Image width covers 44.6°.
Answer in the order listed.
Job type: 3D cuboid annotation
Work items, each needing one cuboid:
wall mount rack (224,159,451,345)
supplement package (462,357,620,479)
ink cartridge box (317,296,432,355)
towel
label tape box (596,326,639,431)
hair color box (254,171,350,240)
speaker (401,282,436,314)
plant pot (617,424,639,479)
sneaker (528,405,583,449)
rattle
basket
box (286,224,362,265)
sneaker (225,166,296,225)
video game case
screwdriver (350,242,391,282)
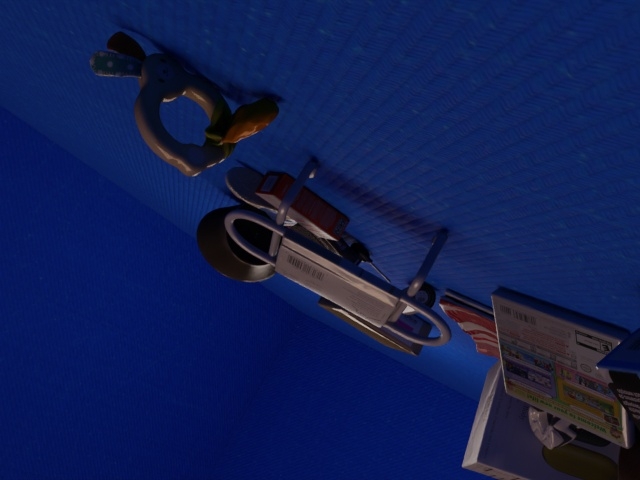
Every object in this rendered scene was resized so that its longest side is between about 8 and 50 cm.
[{"bbox_3d":[0.038,0.033,1.136,0.350,0.130,0.304,29,155,5],"label":"wall mount rack"},{"bbox_3d":[0.417,0.349,1.395,0.263,0.199,0.198,17,163,8],"label":"supplement package"},{"bbox_3d":[0.133,0.187,1.944,0.235,0.088,0.193,33,169,-17],"label":"ink cartridge box"},{"bbox_3d":[0.362,0.197,1.442,0.237,0.037,0.329,23,169,32],"label":"towel"},{"bbox_3d":[0.443,0.232,0.713,0.347,0.115,0.249,57,170,1],"label":"label tape box"},{"bbox_3d":[-0.029,-0.055,1.256,0.141,0.043,0.072,35,169,-28],"label":"hair color box"},{"bbox_3d":[0.180,0.112,1.485,0.055,0.055,0.136,30,172,0],"label":"speaker"},{"bbox_3d":[0.568,0.327,1.054,0.215,0.215,0.230,34,156,-25],"label":"plant pot"},{"bbox_3d":[0.416,0.216,1.237,0.094,0.153,0.235,-136,31,-58],"label":"sneaker"},{"bbox_3d":[-0.162,-0.183,0.898,0.199,0.130,0.143,57,156,-5],"label":"rattle"},{"bbox_3d":[-0.150,-0.003,1.616,0.204,0.154,0.227,29,168,-9],"label":"basket"},{"bbox_3d":[0.000,0.000,1.447,0.116,0.029,0.162,48,167,-20],"label":"box"},{"bbox_3d":[-0.097,-0.070,1.339,0.152,0.058,0.084,24,163,-8],"label":"sneaker"},{"bbox_3d":[0.344,0.179,1.116,0.212,0.023,0.193,20,133,48],"label":"video game case"},{"bbox_3d":[0.101,0.044,1.475,0.024,0.025,0.170,22,172,37],"label":"screwdriver"}]
